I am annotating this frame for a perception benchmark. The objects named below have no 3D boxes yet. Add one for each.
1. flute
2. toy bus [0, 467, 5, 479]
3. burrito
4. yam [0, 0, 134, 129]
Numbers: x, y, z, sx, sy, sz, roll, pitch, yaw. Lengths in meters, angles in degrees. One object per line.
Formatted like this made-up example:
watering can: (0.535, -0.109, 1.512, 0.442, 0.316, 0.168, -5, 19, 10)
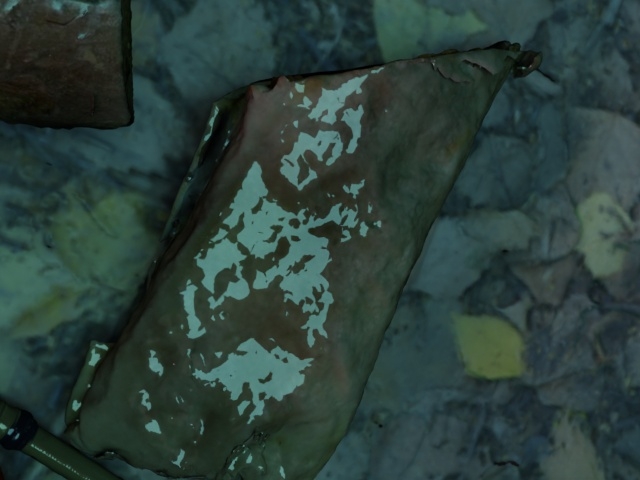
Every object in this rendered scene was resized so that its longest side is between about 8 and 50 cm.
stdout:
flute: (-0.145, 0.134, 0.636, 0.233, 0.027, 0.027, 38, 83, -21)
toy bus: (-0.178, 0.226, 0.609, 0.065, 0.077, 0.192, -19, 102, -15)
burrito: (-0.008, -0.006, 0.632, 0.175, 0.107, 0.347, 31, 87, -35)
yam: (-0.204, -0.133, 0.516, 0.254, 0.154, 0.154, 6, 95, -19)
